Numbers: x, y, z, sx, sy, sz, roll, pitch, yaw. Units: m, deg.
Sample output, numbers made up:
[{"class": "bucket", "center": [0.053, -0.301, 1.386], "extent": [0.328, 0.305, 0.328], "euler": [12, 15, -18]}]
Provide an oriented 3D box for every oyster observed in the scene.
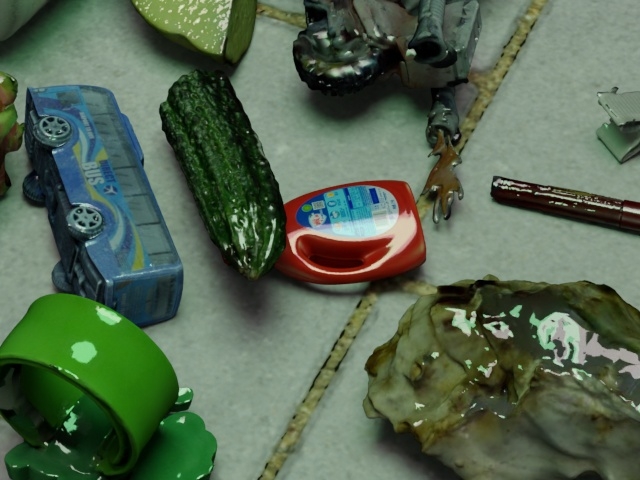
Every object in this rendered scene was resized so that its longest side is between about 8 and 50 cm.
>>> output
[{"class": "oyster", "center": [0.190, 0.124, 1.380], "extent": [0.337, 0.133, 0.198], "euler": [27, 62, 27]}]

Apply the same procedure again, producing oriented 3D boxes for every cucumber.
[{"class": "cucumber", "center": [-0.076, -0.059, 1.536], "extent": [0.077, 0.077, 0.265], "euler": [-14, 36, -12]}]

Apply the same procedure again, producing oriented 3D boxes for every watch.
[{"class": "watch", "center": [-0.158, 0.115, 1.375], "extent": [0.165, 0.152, 0.131], "euler": [21, 50, 19]}]

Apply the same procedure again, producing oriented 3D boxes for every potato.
[{"class": "potato", "center": [-0.126, -0.219, 1.707], "extent": [0.120, 0.081, 0.149], "euler": [3, 68, 11]}]

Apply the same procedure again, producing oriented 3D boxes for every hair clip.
[{"class": "hair clip", "center": [0.345, -0.126, 1.644], "extent": [0.220, 0.054, 0.140], "euler": [-19, 48, -18]}]

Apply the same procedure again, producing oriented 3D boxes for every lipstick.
[{"class": "lipstick", "center": [0.230, -0.027, 1.574], "extent": [0.177, 0.027, 0.027], "euler": [11, 51, 12]}]

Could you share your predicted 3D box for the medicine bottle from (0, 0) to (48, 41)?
[{"class": "medicine bottle", "center": [-0.255, -0.366, 1.744], "extent": [0.211, 0.211, 0.371], "euler": [25, 54, 20]}]

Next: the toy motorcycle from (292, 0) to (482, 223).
[{"class": "toy motorcycle", "center": [0.075, -0.198, 1.654], "extent": [0.207, 0.134, 0.401], "euler": [-6, 48, 3]}]

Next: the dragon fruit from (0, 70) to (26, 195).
[{"class": "dragon fruit", "center": [-0.342, -0.058, 1.543], "extent": [0.137, 0.135, 0.236], "euler": [32, 74, 18]}]

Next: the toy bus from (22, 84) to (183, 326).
[{"class": "toy bus", "center": [-0.185, -0.030, 1.551], "extent": [0.094, 0.079, 0.236], "euler": [-4, 48, -24]}]

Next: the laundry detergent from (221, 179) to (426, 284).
[{"class": "laundry detergent", "center": [0.000, 0.000, 1.540], "extent": [0.165, 0.049, 0.097], "euler": [-10, 50, -4]}]
